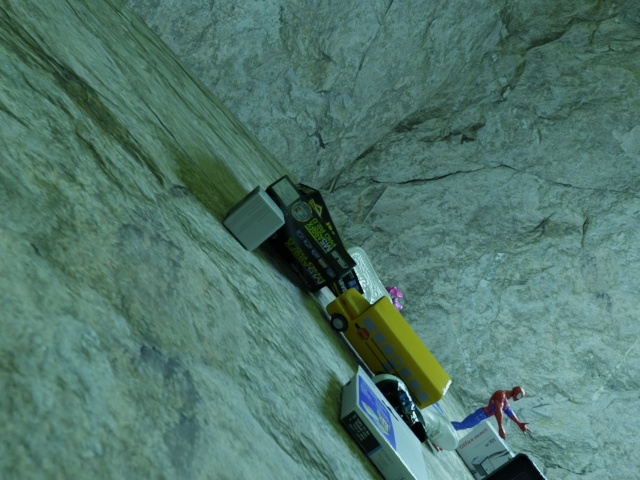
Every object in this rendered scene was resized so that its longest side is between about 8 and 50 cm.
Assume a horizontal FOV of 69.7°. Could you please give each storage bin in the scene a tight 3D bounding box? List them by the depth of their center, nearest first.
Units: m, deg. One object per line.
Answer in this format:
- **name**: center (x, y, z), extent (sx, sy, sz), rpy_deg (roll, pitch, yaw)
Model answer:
- **storage bin**: center (0.543, 0.697, 1.286), extent (0.084, 0.180, 0.122), rpy_deg (45, 9, -50)

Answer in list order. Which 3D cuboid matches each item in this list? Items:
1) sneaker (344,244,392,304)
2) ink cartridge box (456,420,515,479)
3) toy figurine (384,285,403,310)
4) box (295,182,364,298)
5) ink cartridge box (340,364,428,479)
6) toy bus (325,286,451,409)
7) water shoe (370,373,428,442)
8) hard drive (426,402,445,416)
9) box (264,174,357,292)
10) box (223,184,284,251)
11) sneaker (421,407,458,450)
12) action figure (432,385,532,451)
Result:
- **sneaker**: center (0.134, 0.177, 1.581), extent (0.148, 0.131, 0.350), rpy_deg (-3, -69, 59)
- **ink cartridge box**: center (0.540, 0.697, 1.463), extent (0.191, 0.139, 0.082), rpy_deg (54, 9, 28)
- **toy figurine**: center (0.247, 0.251, 1.744), extent (0.173, 0.159, 0.130), rpy_deg (57, 3, -11)
- **box**: center (0.000, 0.000, 1.328), extent (0.322, 0.079, 0.257), rpy_deg (66, -9, -16)
- **ink cartridge box**: center (0.116, 0.347, 0.831), extent (0.206, 0.045, 0.208), rpy_deg (52, 7, 2)
- **toy bus**: center (0.164, 0.259, 1.148), extent (0.333, 0.130, 0.108), rpy_deg (53, 35, 8)
- **water shoe**: center (0.181, 0.375, 1.023), extent (0.203, 0.073, 0.080), rpy_deg (48, 9, -25)
- **hard drive**: center (0.313, 0.467, 1.599), extent (0.210, 0.040, 0.319), rpy_deg (50, 6, -20)
- **box**: center (-0.051, -0.006, 1.136), extent (0.270, 0.060, 0.216), rpy_deg (52, -25, -1)
- **box**: center (-0.142, -0.050, 0.991), extent (0.087, 0.102, 0.101), rpy_deg (48, 5, -16)
- **sneaker**: center (0.263, 0.464, 1.172), extent (0.212, 0.080, 0.094), rpy_deg (45, 17, 7)
- **action figure**: center (0.446, 0.504, 1.230), extent (0.139, 0.280, 0.091), rpy_deg (55, 8, 29)
